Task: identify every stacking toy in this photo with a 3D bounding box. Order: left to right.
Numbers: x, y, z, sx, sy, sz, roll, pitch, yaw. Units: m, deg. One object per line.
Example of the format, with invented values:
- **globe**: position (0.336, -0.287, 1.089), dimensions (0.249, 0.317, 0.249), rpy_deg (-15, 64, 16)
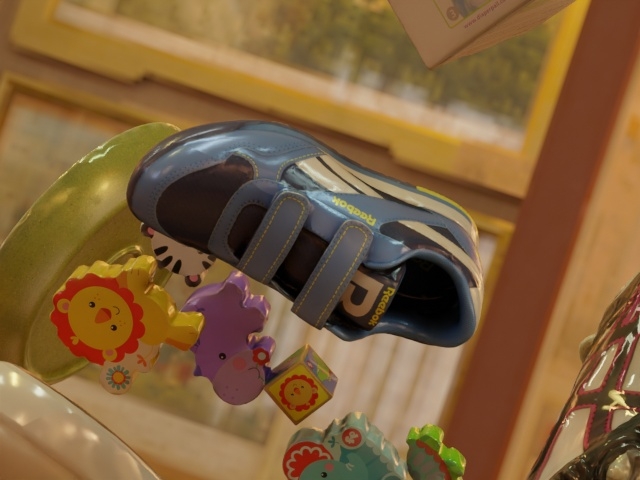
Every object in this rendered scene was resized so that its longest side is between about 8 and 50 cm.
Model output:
- **stacking toy**: position (-0.015, 0.076, 0.835), dimensions (0.221, 0.052, 0.167), rpy_deg (49, 16, -7)

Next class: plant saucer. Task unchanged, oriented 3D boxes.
- **plant saucer**: position (-0.164, 0.022, 1.402), dimensions (0.037, 0.241, 0.241), rpy_deg (37, 3, 17)

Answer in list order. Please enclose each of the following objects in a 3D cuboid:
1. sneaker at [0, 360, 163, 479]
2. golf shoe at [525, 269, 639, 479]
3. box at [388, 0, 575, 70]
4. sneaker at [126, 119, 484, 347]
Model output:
- **sneaker**: position (-0.121, 0.176, 0.885), dimensions (0.106, 0.123, 0.290), rpy_deg (26, -31, 28)
- **golf shoe**: position (0.138, 0.082, 0.755), dimensions (0.105, 0.273, 0.120), rpy_deg (38, -4, -14)
- **box**: position (0.067, -0.208, 0.987), dimensions (0.103, 0.203, 0.114), rpy_deg (-33, -4, 37)
- **sneaker**: position (0.000, 0.000, 0.693), dimensions (0.144, 0.053, 0.059), rpy_deg (16, 35, -22)
